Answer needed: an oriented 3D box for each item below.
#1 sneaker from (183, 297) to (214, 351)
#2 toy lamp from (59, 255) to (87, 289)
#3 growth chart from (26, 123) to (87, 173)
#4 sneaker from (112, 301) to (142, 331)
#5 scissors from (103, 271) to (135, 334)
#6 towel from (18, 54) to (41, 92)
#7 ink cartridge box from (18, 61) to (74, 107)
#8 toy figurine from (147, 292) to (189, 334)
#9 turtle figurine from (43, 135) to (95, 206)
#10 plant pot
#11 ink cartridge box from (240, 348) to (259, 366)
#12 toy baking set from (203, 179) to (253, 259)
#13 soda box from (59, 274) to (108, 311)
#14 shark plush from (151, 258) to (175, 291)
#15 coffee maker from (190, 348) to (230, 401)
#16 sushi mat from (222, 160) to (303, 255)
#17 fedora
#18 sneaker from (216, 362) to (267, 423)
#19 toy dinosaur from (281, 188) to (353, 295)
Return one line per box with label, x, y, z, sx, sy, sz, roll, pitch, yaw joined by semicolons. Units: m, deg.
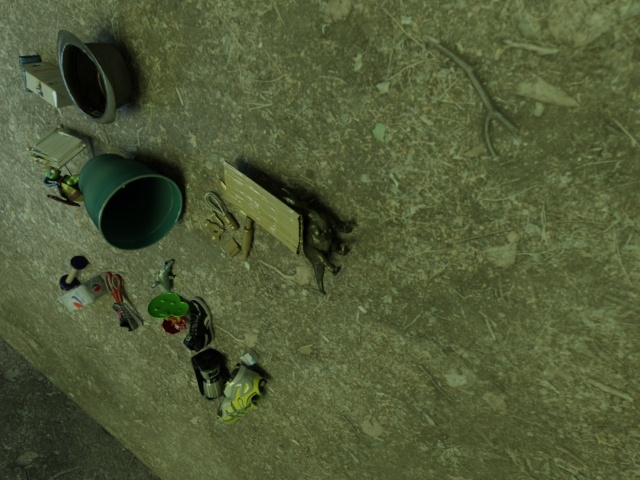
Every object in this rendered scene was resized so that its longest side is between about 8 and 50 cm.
sneaker;-0.482;0.338;1.652;0.079;0.121;0.217;7;120;28
toy lamp;-1.165;0.161;2.009;0.080;0.080;0.274;49;128;-2
growth chart;-0.921;-0.319;1.485;0.237;0.172;0.021;30;154;29
sneaker;-0.895;0.350;1.950;0.170;0.075;0.063;40;131;6
scissors;-0.894;0.282;1.912;0.108;0.021;0.297;-6;103;29
towel;-0.985;-0.570;1.466;0.029;0.067;0.120;26;127;19
ink cartridge box;-0.883;-0.515;1.410;0.181;0.104;0.062;34;129;12
toy figurine;-0.588;0.314;1.726;0.173;0.130;0.159;9;134;15
turtle figurine;-0.834;-0.211;1.563;0.197;0.275;0.266;-32;124;12
plant pot;-0.635;-0.149;1.386;0.255;0.271;0.272;37;132;28
ink cartridge box;-0.278;0.456;1.654;0.048;0.028;0.083;51;131;-4
toy baking set;-0.295;-0.055;1.361;0.196;0.030;0.256;30;129;14
soda box;-1.113;0.253;2.016;0.286;0.098;0.091;-21;105;38
shark plush;-0.593;0.130;1.665;0.067;0.073;0.161;26;109;-8
coffee maker;-0.473;0.547;1.772;0.171;0.120;0.178;13;122;27
sushi mat;-0.163;-0.091;1.177;0.316;0.019;0.152;36;142;28
fedora;-0.650;-0.484;1.267;0.243;0.124;0.276;37;139;11
sneaker;-0.317;0.650;1.725;0.147;0.145;0.385;22;135;3
toy dinosaur;0.000;0.000;1.172;0.160;0.121;0.314;28;142;46
